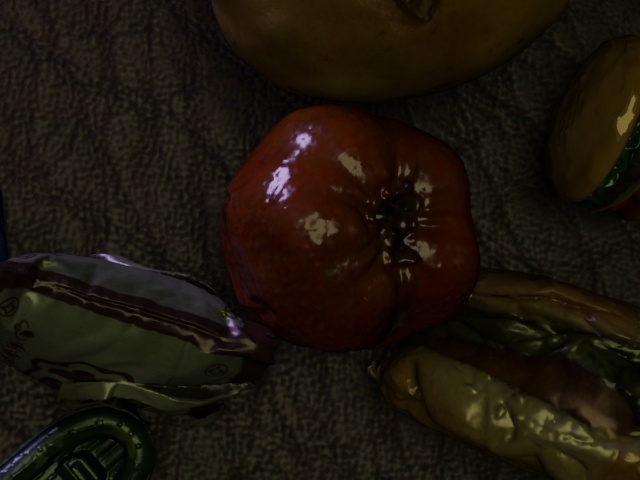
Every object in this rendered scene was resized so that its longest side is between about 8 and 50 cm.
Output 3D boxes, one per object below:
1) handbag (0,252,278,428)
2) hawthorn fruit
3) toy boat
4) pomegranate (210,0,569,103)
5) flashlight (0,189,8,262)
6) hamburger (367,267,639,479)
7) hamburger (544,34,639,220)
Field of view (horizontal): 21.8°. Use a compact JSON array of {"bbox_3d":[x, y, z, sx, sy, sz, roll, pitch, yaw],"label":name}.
[{"bbox_3d":[-0.168,0.077,1.311,0.235,0.213,0.127,23,70,-12],"label":"handbag"},{"bbox_3d":[0.000,0.000,1.347,0.207,0.243,0.208,4,82,-34],"label":"hawthorn fruit"},{"bbox_3d":[-0.227,0.219,1.383,0.210,0.052,0.104,-39,88,-7],"label":"toy boat"},{"bbox_3d":[0.046,-0.271,1.334,0.332,0.332,0.333,1,85,-7],"label":"pomegranate"},{"bbox_3d":[-0.278,0.004,1.403,0.057,0.035,0.121,-6,86,-6],"label":"flashlight"},{"bbox_3d":[0.222,0.126,1.368,0.329,0.209,0.162,25,83,-6],"label":"hamburger"},{"bbox_3d":[0.261,-0.094,1.419,0.115,0.162,0.162,23,83,-11],"label":"hamburger"}]
